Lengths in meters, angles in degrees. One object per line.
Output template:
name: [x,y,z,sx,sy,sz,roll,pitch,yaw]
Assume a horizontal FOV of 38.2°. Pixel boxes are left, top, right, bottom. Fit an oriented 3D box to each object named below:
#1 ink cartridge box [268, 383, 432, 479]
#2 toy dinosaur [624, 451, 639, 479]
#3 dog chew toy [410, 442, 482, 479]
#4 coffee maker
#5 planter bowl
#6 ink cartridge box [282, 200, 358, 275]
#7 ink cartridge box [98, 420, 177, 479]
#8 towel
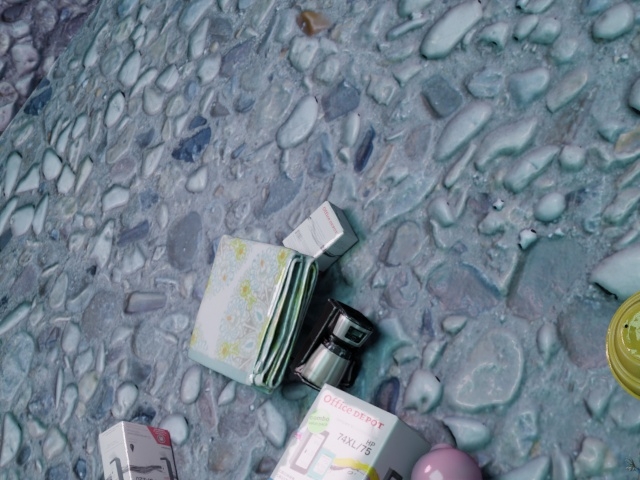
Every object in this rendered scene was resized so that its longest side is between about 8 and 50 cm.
ink cartridge box: [0.056,0.454,1.762,0.198,0.197,0.270,17,70,42]
toy dinosaur: [0.540,0.391,1.542,0.090,0.047,0.082,34,87,9]
dog chew toy: [0.236,0.521,1.631,0.207,0.207,0.331,-26,49,30]
coffee maker: [0.015,0.218,1.979,0.171,0.120,0.178,34,95,43]
planter bowl: [0.570,0.164,1.560,0.217,0.090,0.217,-17,62,35]
ink cartridge box: [0.000,0.000,2.118,0.150,0.063,0.109,-42,50,19]
ink cartridge box: [-0.425,0.551,2.183,0.092,0.159,0.217,-33,55,25]
towel: [-0.164,0.161,2.127,0.375,0.090,0.320,11,81,55]
